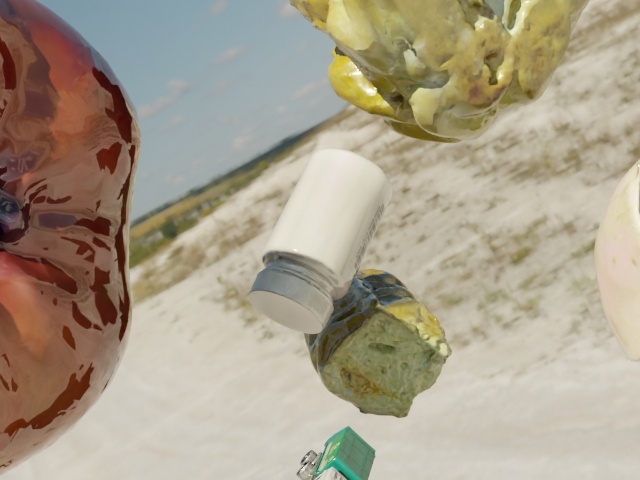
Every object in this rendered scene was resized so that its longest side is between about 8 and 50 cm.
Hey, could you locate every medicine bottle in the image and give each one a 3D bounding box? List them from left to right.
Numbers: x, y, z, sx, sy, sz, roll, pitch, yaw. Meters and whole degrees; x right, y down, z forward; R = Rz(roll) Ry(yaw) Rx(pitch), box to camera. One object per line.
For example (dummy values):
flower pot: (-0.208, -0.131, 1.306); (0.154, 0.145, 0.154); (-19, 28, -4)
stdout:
medicine bottle: (0.000, 0.000, 1.131); (0.103, 0.103, 0.186); (-21, 39, 59)

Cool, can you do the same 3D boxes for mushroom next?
mushroom: (0.347, 0.004, 1.073); (0.236, 0.162, 0.173); (-33, -8, -36)

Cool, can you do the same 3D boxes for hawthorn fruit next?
hawthorn fruit: (-0.375, -0.014, 0.741); (0.472, 0.471, 0.472); (-28, 5, 3)

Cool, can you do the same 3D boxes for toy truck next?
toy truck: (0.026, 0.452, 1.973); (0.124, 0.114, 0.253); (-46, 3, 19)

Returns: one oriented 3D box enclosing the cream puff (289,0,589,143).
cream puff: (0.098, -0.269, 1.057); (0.257, 0.324, 0.291); (12, 64, 54)

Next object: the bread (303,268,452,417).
bread: (0.056, 0.110, 1.249); (0.152, 0.129, 0.267); (0, 11, -8)
